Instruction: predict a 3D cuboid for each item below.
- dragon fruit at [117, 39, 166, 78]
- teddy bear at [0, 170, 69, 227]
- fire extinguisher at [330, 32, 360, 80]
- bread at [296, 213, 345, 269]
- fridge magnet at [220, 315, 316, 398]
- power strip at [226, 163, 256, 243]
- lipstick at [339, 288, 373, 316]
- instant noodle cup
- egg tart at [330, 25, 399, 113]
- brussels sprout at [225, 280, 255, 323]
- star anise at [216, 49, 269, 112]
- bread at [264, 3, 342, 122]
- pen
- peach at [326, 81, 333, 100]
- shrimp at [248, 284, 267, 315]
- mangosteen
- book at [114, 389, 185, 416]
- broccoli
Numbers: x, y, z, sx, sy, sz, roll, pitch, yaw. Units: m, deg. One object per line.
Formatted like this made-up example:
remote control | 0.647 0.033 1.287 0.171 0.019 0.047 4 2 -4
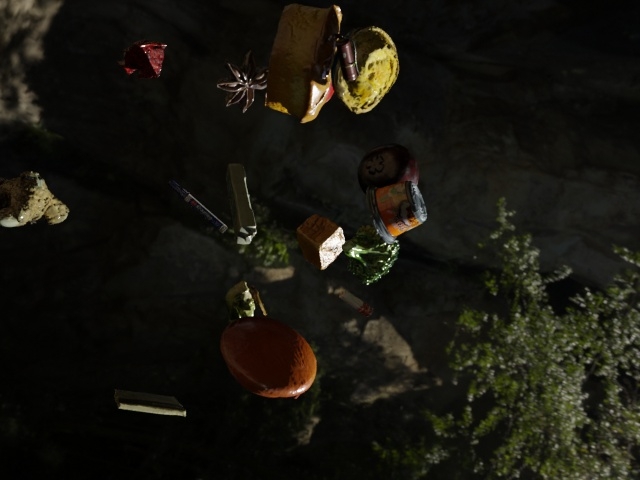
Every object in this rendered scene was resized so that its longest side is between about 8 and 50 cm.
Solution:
dragon fruit | -0.571 -0.583 2.009 0.192 0.122 0.092 -9 -144 46
teddy bear | -0.903 -0.111 1.788 0.267 0.256 0.156 -25 109 -79
fire extinguisher | 0.065 -0.471 1.582 0.056 0.132 0.039 -4 -133 13
bread | 0.000 0.000 2.404 0.143 0.158 0.149 28 -126 36
fridge magnet | -0.186 0.412 2.194 0.155 0.364 0.363 -59 -151 28
power strip | -0.228 -0.113 1.750 0.080 0.048 0.285 117 -32 -46
lipstick | 0.130 0.228 2.250 0.038 0.131 0.038 -51 -168 16
instant noodle cup | 0.223 -0.092 1.756 0.126 0.177 0.208 -20 -146 22
egg tart | 0.155 -0.530 1.922 0.107 0.291 0.290 27 -88 41
brussels sprout | -0.313 0.238 2.359 0.139 0.101 0.181 49 -30 40
star anise | -0.282 -0.575 2.218 0.212 0.197 0.073 -43 -135 5
bread | -0.051 -0.606 2.079 0.398 0.215 0.398 -167 -90 -88
pen | -0.342 -0.095 1.729 0.025 0.204 0.025 -46 -170 11
peach | -0.032 -0.622 2.482 0.154 0.267 0.158 27 -78 17
shrimp | -0.256 0.249 2.568 0.034 0.124 0.178 -31 -159 -9
mangosteen | 0.219 -0.207 1.967 0.210 0.210 0.209 -38 -141 39
book | -0.533 0.501 1.923 0.289 0.201 0.026 162 -63 -70
broccoli | 0.144 0.036 1.987 0.220 0.194 0.194 -26 -134 32
